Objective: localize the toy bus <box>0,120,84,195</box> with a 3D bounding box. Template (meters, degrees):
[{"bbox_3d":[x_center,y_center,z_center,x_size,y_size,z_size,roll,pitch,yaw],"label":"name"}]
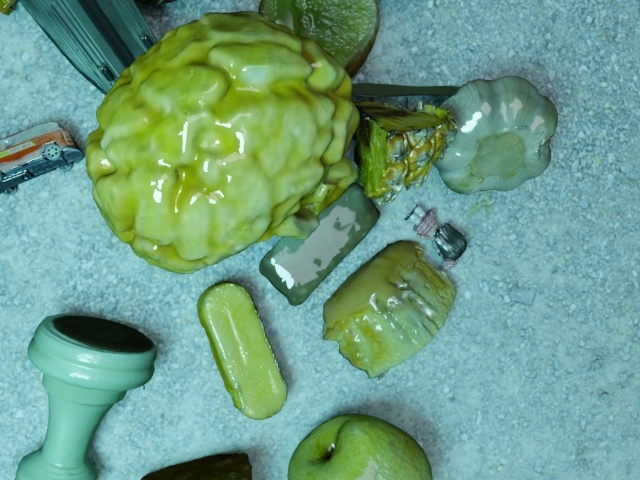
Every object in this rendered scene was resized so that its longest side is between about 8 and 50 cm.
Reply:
[{"bbox_3d":[-0.493,-0.140,1.036,0.174,0.079,0.077,-25,81,-9],"label":"toy bus"}]

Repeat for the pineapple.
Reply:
[{"bbox_3d":[0.136,-0.146,1.028,0.158,0.334,0.161,-10,109,-11],"label":"pineapple"}]

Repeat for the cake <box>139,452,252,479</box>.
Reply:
[{"bbox_3d":[-0.184,0.510,0.981,0.198,0.196,0.293,-10,87,-11],"label":"cake"}]

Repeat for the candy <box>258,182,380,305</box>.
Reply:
[{"bbox_3d":[0.000,0.000,1.086,0.104,0.102,0.234,45,83,-3],"label":"candy"}]

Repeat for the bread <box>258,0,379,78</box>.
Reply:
[{"bbox_3d":[-0.003,-0.396,1.124,0.235,0.070,0.236,1,86,-10],"label":"bread"}]

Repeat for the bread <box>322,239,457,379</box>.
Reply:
[{"bbox_3d":[0.129,0.119,1.082,0.251,0.133,0.174,-43,95,-9],"label":"bread"}]

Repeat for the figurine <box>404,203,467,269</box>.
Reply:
[{"bbox_3d":[0.213,-0.009,1.139,0.129,0.054,0.072,42,63,-5],"label":"figurine"}]

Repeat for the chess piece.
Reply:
[{"bbox_3d":[-0.391,0.285,0.982,0.194,0.194,0.299,18,93,-7],"label":"chess piece"}]

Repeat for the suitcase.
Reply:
[{"bbox_3d":[-0.380,-0.373,0.937,0.128,0.312,0.202,-43,54,-11],"label":"suitcase"}]

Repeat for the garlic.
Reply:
[{"bbox_3d":[0.301,-0.189,1.101,0.227,0.152,0.228,1,120,2],"label":"garlic"}]

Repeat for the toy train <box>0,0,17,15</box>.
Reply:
[{"bbox_3d":[-0.501,-0.468,1.013,0.219,0.127,0.089,-40,90,14],"label":"toy train"}]

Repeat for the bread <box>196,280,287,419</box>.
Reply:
[{"bbox_3d":[-0.134,0.185,1.063,0.102,0.094,0.246,-23,91,-18],"label":"bread"}]

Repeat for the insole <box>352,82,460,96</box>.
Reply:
[{"bbox_3d":[0.153,-0.278,1.141,0.253,0.086,0.005,-2,121,-13],"label":"insole"}]

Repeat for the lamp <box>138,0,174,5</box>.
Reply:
[{"bbox_3d":[-0.300,-0.489,1.058,0.214,0.151,0.223,-20,47,-15],"label":"lamp"}]

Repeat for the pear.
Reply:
[{"bbox_3d":[0.070,0.398,1.022,0.211,0.228,0.188,49,40,-18],"label":"pear"}]

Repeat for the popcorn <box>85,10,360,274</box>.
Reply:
[{"bbox_3d":[-0.143,-0.152,0.889,0.389,0.354,0.344,-19,49,-37],"label":"popcorn"}]
